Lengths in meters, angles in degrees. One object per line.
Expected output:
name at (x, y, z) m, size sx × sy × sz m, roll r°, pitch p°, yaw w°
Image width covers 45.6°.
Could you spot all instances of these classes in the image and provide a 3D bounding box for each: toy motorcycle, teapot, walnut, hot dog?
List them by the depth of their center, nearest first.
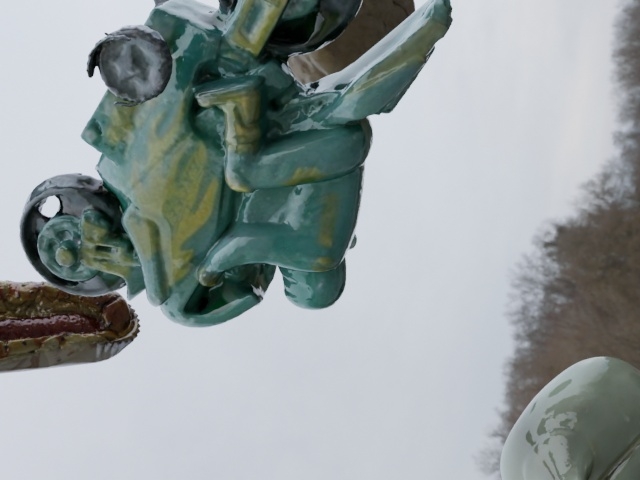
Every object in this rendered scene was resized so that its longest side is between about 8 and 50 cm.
toy motorcycle at (-0.049, -0.043, 0.448) m, size 0.296 × 0.198 × 0.109 m, roll -52°, pitch 9°, yaw 26°
hot dog at (-0.340, 0.101, 0.890) m, size 0.253 × 0.131 × 0.069 m, roll -1°, pitch -48°, yaw -28°
teapot at (0.306, 0.282, 0.899) m, size 0.220 × 0.149 × 0.318 m, roll -29°, pitch -40°, yaw -23°
walnut at (0.016, -0.311, 1.127) m, size 0.248 × 0.248 × 0.248 m, roll -49°, pitch -31°, yaw -44°

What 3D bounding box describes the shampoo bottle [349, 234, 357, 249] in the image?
shampoo bottle at (0.000, 0.000, 1.225) m, size 0.191 × 0.069 × 0.041 m, roll -2°, pitch -97°, yaw -60°
